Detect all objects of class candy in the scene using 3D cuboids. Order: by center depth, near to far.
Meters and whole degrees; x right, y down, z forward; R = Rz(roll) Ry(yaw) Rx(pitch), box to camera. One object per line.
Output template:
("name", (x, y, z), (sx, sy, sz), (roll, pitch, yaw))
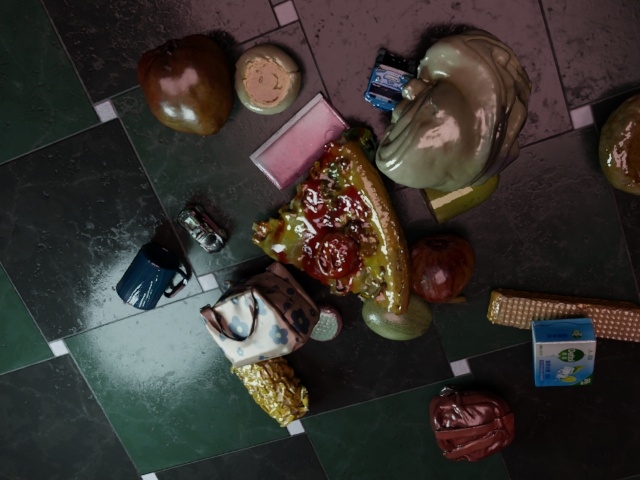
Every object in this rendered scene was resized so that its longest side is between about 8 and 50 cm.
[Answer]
("candy", (0.135, -0.134, 1.559), (0.091, 0.083, 0.305), (-37, 116, -12))
("candy", (0.007, 0.213, 1.713), (0.103, 0.043, 0.103), (2, 109, 5))

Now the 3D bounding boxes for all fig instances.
("fig", (0.284, 0.090, 1.580), (0.175, 0.175, 0.207), (2, 126, 5))

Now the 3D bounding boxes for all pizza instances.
("pizza", (0.000, 0.000, 1.535), (0.406, 0.130, 0.439), (-12, 107, 31))

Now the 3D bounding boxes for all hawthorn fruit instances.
("hawthorn fruit", (-0.288, -0.330, 1.471), (0.208, 0.208, 0.248), (-11, 136, 10))

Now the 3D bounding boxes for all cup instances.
("cup", (-0.430, 0.091, 1.692), (0.113, 0.150, 0.138), (46, 111, 25))

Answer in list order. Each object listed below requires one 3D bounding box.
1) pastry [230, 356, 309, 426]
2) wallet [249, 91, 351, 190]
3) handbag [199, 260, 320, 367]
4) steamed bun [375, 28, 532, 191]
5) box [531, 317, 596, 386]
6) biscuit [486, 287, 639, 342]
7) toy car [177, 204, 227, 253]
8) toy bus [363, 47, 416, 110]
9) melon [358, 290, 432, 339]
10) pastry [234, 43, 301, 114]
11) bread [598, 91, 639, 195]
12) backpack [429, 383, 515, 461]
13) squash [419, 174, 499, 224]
("pastry", (-0.116, 0.389, 1.761), (0.154, 0.102, 0.250), (-36, 101, 21))
("wallet", (-0.047, -0.231, 1.557), (0.232, 0.025, 0.119), (-39, 102, 18))
("handbag", (-0.151, 0.179, 1.620), (0.252, 0.190, 0.193), (-23, 111, 36))
("steamed bun", (0.299, -0.243, 1.332), (0.247, 0.352, 0.339), (35, 113, 23))
("box", (0.597, 0.278, 1.614), (0.139, 0.073, 0.194), (-5, 135, 15))
("biscuit", (0.611, 0.183, 1.628), (0.379, 0.054, 0.094), (6, 112, 4))
("toy car", (-0.298, -0.025, 1.648), (0.069, 0.055, 0.142), (-40, 101, 22))
("toy bus", (0.149, -0.343, 1.408), (0.090, 0.184, 0.106), (20, 114, -1))
("melon", (0.182, 0.175, 1.628), (0.192, 0.139, 0.139), (21, 112, -1))
("pastry", (-0.120, -0.363, 1.480), (0.157, 0.092, 0.156), (2, 114, 5))
("bread", (0.718, -0.212, 1.430), (0.230, 0.123, 0.229), (1, 106, 3))
("backpack", (0.402, 0.482, 1.720), (0.229, 0.139, 0.229), (2, 112, 6))
("squash", (0.324, -0.124, 1.511), (0.187, 0.123, 0.123), (-27, 106, 12))
